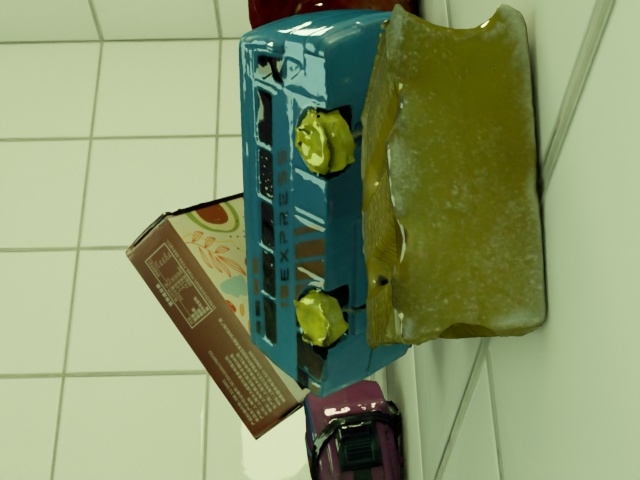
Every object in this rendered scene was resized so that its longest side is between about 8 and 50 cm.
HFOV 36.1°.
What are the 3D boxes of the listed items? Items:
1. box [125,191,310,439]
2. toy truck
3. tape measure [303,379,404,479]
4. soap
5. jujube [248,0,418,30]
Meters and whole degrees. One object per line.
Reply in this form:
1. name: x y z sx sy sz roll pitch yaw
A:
1. box: -0.105 0.109 1.735 0.385 0.122 0.344 54 -152 8
2. toy truck: 0.012 -0.040 0.976 0.162 0.161 0.385 28 130 41
3. tape measure: 0.057 0.336 1.481 0.231 0.149 0.245 -114 15 -81
4. soap: 0.078 -0.022 0.693 0.315 0.091 0.199 87 -177 -82
5. jujube: 0.015 -0.265 1.150 0.318 0.223 0.223 -97 5 -53
